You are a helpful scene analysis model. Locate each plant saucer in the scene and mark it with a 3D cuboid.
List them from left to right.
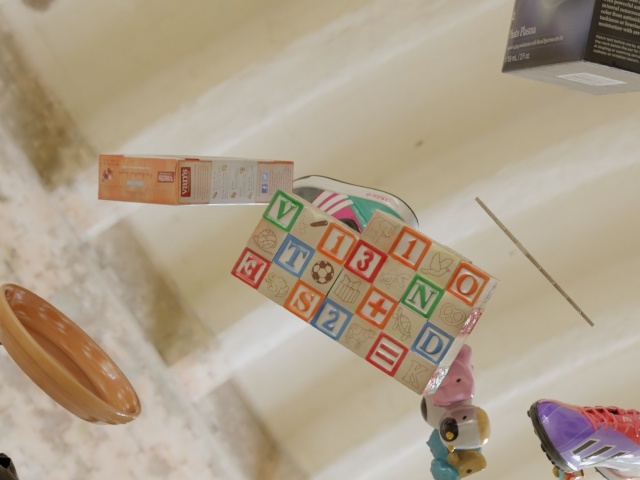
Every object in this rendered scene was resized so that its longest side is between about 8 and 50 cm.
[{"bbox_3d":[-0.271,0.126,1.422,0.200,0.037,0.200,44,2,-2],"label":"plant saucer"}]

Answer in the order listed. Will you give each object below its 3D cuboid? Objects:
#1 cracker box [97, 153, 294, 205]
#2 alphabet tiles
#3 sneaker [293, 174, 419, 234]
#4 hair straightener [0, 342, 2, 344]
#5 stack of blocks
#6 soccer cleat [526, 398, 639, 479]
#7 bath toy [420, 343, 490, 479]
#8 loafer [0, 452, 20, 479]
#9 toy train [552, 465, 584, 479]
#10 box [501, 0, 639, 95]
[{"bbox_3d":[-0.169,-0.084,1.860,0.155,0.232,0.067,6,-84,39],"label":"cracker box"},{"bbox_3d":[0.333,0.024,2.166,0.198,0.009,0.237,43,8,-32],"label":"alphabet tiles"},{"bbox_3d":[0.000,0.000,2.182,0.295,0.178,0.124,10,-41,47],"label":"sneaker"},{"bbox_3d":[-0.500,0.094,1.752,0.230,0.089,0.047,14,-14,20],"label":"hair straightener"},{"bbox_3d":[0.056,0.046,1.726,0.297,0.171,0.087,31,5,16],"label":"stack of blocks"},{"bbox_3d":[0.398,0.267,1.885,0.318,0.116,0.109,26,41,-48],"label":"soccer cleat"},{"bbox_3d":[0.211,0.244,2.290,0.151,0.129,0.348,20,-47,42],"label":"bath toy"},{"bbox_3d":[-0.403,0.309,1.713,0.220,0.080,0.078,60,36,-57],"label":"loafer"},{"bbox_3d":[0.431,0.418,2.193,0.125,0.046,0.166,127,-58,-77],"label":"toy train"},{"bbox_3d":[0.421,-0.379,1.993,0.296,0.182,0.294,-169,-90,-74],"label":"box"}]
